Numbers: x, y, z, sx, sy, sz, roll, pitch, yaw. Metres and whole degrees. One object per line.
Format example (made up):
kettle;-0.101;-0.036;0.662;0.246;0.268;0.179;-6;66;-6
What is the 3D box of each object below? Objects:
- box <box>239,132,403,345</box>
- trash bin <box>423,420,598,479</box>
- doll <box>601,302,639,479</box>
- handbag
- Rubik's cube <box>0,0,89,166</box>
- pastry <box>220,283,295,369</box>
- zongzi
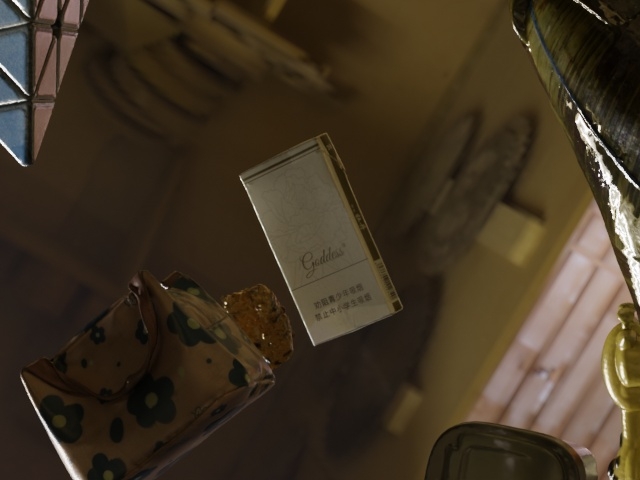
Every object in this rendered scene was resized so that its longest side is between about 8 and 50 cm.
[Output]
box;0.000;0.000;1.648;0.029;0.109;0.198;-22;-92;-57
trash bin;0.288;0.374;2.334;0.219;0.219;0.250;12;-179;22
doll;0.397;0.222;1.998;0.086;0.291;0.117;-3;-173;10
handbag;-0.208;0.165;1.870;0.193;0.251;0.190;54;-172;12
Rubik's cube;-0.383;-0.277;1.960;0.229;0.233;0.228;40;-170;-44
pastry;-0.076;0.113;2.034;0.140;0.080;0.056;59;-165;-49
zongzi;0.337;-0.087;1.821;0.208;0.432;0.403;-23;-127;-41
